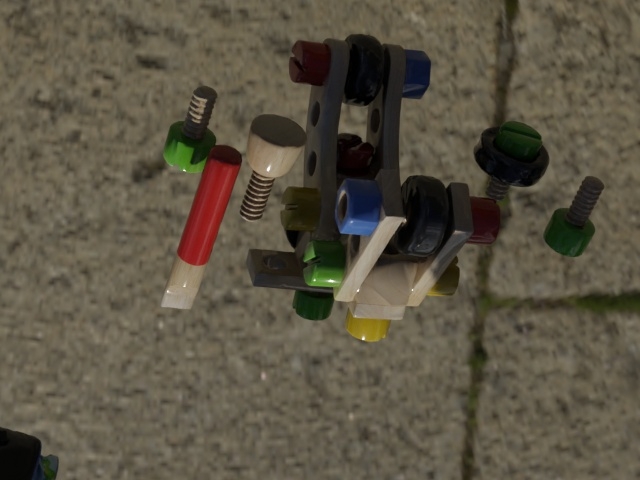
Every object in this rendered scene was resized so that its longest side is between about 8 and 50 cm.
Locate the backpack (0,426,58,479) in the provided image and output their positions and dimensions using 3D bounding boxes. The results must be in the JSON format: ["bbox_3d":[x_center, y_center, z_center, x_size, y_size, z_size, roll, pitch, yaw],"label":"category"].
[{"bbox_3d":[-0.279,0.219,1.304,0.084,0.105,0.114,25,150,-26],"label":"backpack"}]

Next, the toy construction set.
[{"bbox_3d":[0.000,0.000,1.185,0.308,0.257,0.237,-11,135,-40],"label":"toy construction set"}]
